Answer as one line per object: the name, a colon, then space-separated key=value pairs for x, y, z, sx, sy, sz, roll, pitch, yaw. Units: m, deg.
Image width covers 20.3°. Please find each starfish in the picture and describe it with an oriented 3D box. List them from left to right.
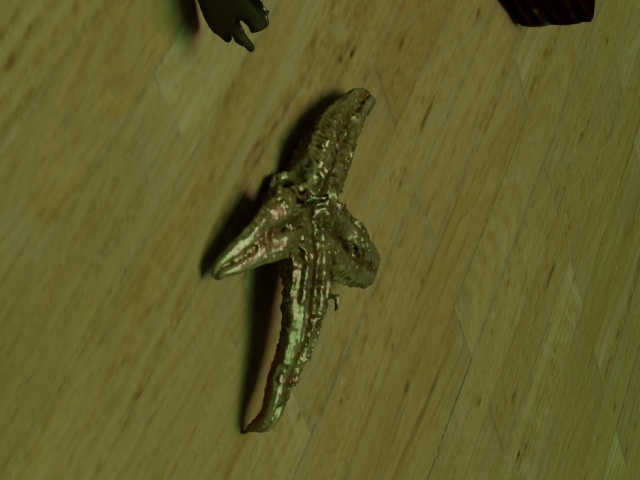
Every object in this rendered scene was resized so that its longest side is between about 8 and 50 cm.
starfish: x=0.002 y=0.001 z=1.173 sx=0.247 sy=0.050 sz=0.138 roll=-52 pitch=138 yaw=-48

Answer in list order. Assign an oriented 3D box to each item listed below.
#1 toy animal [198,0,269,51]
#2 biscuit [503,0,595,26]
toy animal: x=-0.039 y=-0.237 z=1.026 sx=0.186 sy=0.094 sz=0.214 roll=63 pitch=28 yaw=-59
biscuit: x=0.142 y=-0.299 z=1.427 sx=0.388 sy=0.073 sz=0.107 roll=40 pitch=54 yaw=-58
